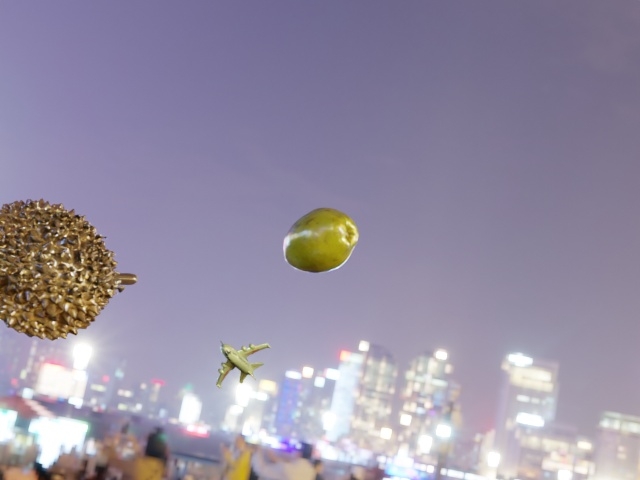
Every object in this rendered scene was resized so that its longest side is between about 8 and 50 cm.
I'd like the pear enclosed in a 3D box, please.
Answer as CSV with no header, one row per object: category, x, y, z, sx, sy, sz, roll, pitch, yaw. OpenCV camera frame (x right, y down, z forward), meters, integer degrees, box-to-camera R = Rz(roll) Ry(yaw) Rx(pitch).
pear,0.000,0.000,1.745,0.107,0.107,0.131,20,-27,-38

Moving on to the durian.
durian,-0.263,0.021,1.120,0.188,0.148,0.091,16,-35,-40

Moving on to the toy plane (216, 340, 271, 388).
toy plane,-0.129,0.185,1.690,0.040,0.102,0.111,45,-5,42
